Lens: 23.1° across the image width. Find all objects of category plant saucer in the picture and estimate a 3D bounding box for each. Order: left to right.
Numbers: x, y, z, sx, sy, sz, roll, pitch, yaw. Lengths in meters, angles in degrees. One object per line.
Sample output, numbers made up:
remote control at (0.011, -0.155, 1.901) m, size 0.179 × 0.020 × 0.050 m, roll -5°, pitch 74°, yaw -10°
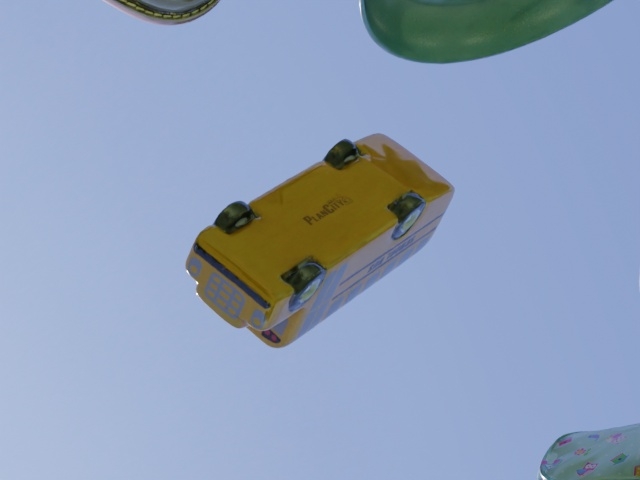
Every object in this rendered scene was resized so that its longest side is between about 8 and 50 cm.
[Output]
plant saucer at (0.159, -0.235, 1.041) m, size 0.317 × 0.317 × 0.044 m, roll -17°, pitch -114°, yaw -27°

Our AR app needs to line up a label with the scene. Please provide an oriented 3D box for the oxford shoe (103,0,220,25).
oxford shoe at (-0.186, -0.307, 1.032) m, size 0.140 × 0.146 × 0.397 m, roll -45°, pitch -71°, yaw -15°

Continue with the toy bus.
toy bus at (0.000, 0.000, 1.540) m, size 0.108 × 0.130 × 0.332 m, roll 39°, pitch -140°, yaw 15°

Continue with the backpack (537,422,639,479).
backpack at (0.275, 0.216, 1.317) m, size 0.152 × 0.182 × 0.115 m, roll -29°, pitch -73°, yaw -61°
